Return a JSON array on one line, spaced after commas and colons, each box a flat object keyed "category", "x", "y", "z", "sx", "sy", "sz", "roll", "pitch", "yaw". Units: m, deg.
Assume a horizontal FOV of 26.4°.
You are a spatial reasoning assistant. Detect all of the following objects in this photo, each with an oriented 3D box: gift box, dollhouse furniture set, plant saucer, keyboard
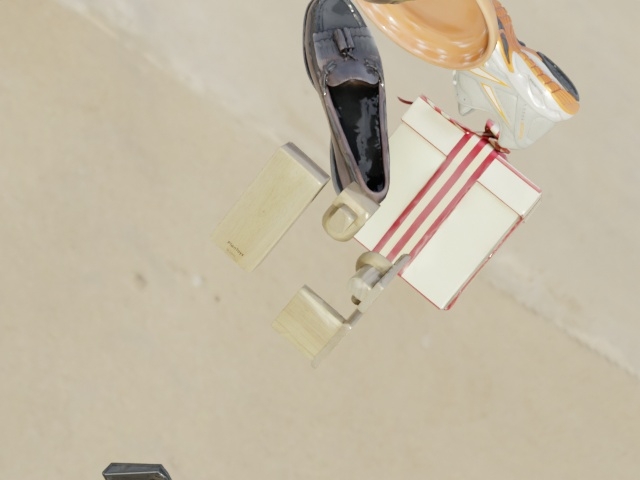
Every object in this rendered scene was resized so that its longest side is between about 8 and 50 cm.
[{"category": "gift box", "x": 0.168, "y": -0.075, "z": 2.013, "sx": 0.276, "sy": 0.258, "sz": 0.255, "roll": 41, "pitch": 4, "yaw": 3}, {"category": "dollhouse furniture set", "x": 0.000, "y": 0.000, "z": 1.257, "sx": 0.151, "sy": 0.144, "sz": 0.123, "roll": 41, "pitch": 25, "yaw": 3}, {"category": "plant saucer", "x": 0.110, "y": -0.266, "z": 1.461, "sx": 0.200, "sy": 0.200, "sz": 0.037, "roll": 41, "pitch": 71, "yaw": -6}, {"category": "keyboard", "x": -0.177, "y": 0.309, "z": 1.478, "sx": 0.180, "sy": 0.108, "sz": 0.023, "roll": 68, "pitch": 29, "yaw": -29}]

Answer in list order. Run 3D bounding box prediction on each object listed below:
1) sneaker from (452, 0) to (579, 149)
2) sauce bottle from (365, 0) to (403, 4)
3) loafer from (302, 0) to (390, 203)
[{"category": "sneaker", "x": 0.187, "y": -0.219, "z": 1.655, "sx": 0.262, "sy": 0.121, "sz": 0.099, "roll": 52, "pitch": 31, "yaw": 12}, {"category": "sauce bottle", "x": 0.092, "y": -0.198, "z": 0.719, "sx": 0.111, "sy": 0.344, "sz": 0.111, "roll": -1, "pitch": 93, "yaw": -18}, {"category": "loafer", "x": 0.049, "y": -0.193, "z": 1.843, "sx": 0.109, "sy": 0.095, "sz": 0.303, "roll": -11, "pitch": 91, "yaw": -13}]
